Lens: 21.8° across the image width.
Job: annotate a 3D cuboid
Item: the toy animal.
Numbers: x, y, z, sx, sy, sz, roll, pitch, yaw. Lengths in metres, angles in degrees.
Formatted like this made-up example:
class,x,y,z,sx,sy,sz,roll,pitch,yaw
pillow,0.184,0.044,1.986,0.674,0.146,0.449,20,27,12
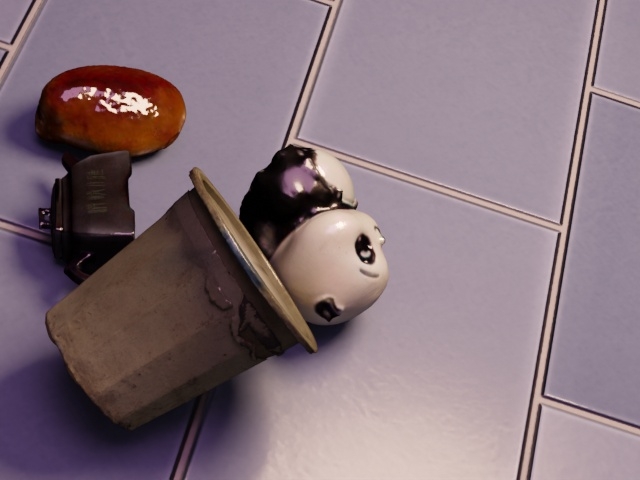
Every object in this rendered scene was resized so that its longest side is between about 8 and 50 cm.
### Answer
class,x,y,z,sx,sy,sz,roll,pitch,yaw
toy animal,0.000,0.000,1.740,0.179,0.138,0.166,53,13,16

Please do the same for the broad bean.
class,x,y,z,sx,sy,sz,roll,pitch,yaw
broad bean,-0.228,-0.143,1.831,0.165,0.084,0.114,9,65,-18

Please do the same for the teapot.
class,x,y,z,sx,sy,sz,roll,pitch,yaw
teapot,-0.243,-0.023,1.723,0.096,0.087,0.177,0,51,-11

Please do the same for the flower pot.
class,x,y,z,sx,sy,sz,roll,pitch,yaw
flower pot,-0.136,0.073,1.589,0.203,0.212,0.212,-36,62,5
